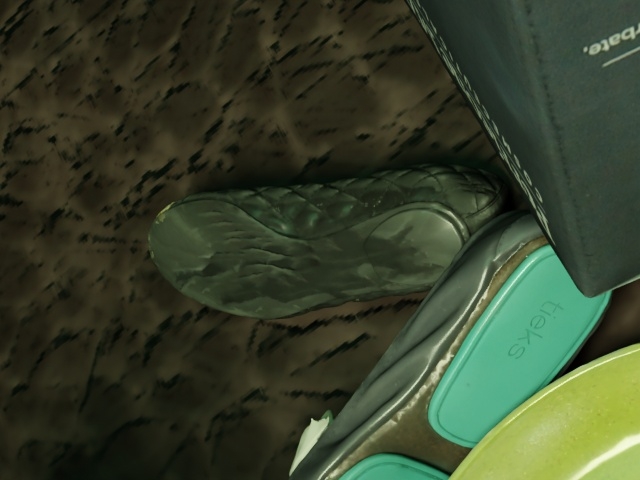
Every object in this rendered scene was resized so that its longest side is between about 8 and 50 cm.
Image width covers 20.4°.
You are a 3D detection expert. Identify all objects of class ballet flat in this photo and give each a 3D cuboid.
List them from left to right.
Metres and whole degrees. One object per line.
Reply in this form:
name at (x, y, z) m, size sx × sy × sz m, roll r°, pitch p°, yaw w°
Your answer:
ballet flat at (0.000, 0.000, 0.740) m, size 0.173 × 0.049 × 0.057 m, roll -3°, pitch 109°, yaw 35°
ballet flat at (0.036, 0.070, 0.669) m, size 0.074 × 0.074 × 0.203 m, roll 43°, pitch 103°, yaw 38°

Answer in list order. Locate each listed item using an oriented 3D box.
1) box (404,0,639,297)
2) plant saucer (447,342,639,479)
box at (0.082, -0.227, 0.524) m, size 0.212 × 0.395 × 0.293 m, roll -27°, pitch 55°, yaw 0°
plant saucer at (0.132, 0.146, 0.576) m, size 0.241 × 0.037 × 0.241 m, roll -13°, pitch 62°, yaw 25°
